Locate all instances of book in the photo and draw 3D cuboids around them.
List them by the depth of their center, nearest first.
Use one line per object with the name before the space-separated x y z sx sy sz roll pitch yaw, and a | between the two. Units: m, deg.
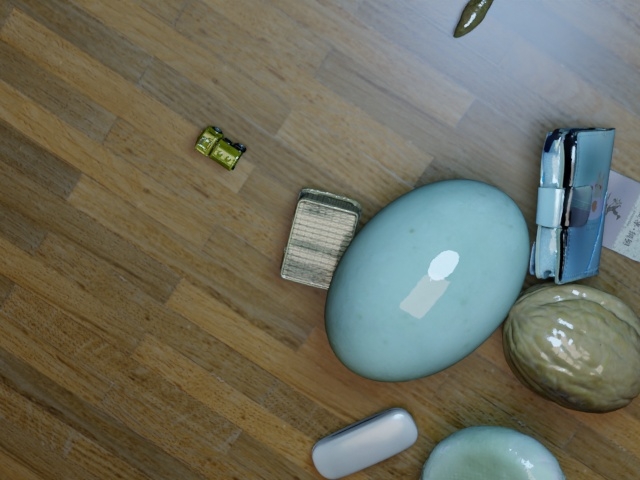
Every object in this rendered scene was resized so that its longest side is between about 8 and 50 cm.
book | 0.526 -0.041 1.913 0.182 0.014 0.127 25 104 -1

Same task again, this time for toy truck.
toy truck | -0.177 -0.160 1.930 0.083 0.054 0.049 34 105 -3

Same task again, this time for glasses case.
glasses case | 0.080 0.373 2.043 0.204 0.051 0.081 -24 102 11

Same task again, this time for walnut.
walnut | 0.424 0.178 1.873 0.261 0.225 0.225 30 105 -10

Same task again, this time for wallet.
wallet | 0.419 -0.061 1.829 0.075 0.176 0.250 13 103 38

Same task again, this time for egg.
egg | 0.174 0.067 1.837 0.389 0.276 0.276 -43 97 2

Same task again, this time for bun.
bun | 0.327 0.454 1.978 0.293 0.187 0.293 6 102 30

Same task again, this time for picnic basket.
picnic basket | 0.000 0.000 1.941 0.115 0.079 0.164 15 105 2

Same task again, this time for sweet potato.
sweet potato | 0.272 -0.393 1.837 0.153 0.038 0.041 -43 121 6
